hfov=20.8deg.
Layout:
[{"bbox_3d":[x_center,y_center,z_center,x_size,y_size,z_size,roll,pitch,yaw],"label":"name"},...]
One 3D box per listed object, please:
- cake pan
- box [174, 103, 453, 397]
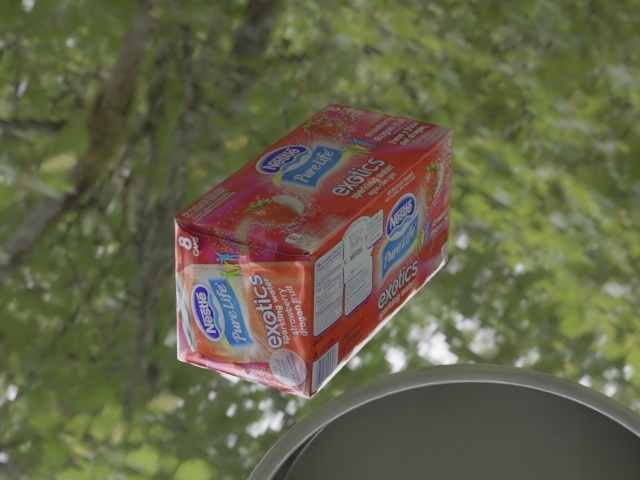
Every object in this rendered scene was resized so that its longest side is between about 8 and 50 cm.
[{"bbox_3d":[0.090,0.196,0.981,0.293,0.293,0.054,28,-159,-2],"label":"cake pan"},{"bbox_3d":[0.000,0.000,1.375,0.123,0.128,0.257,15,-149,24],"label":"box"}]
